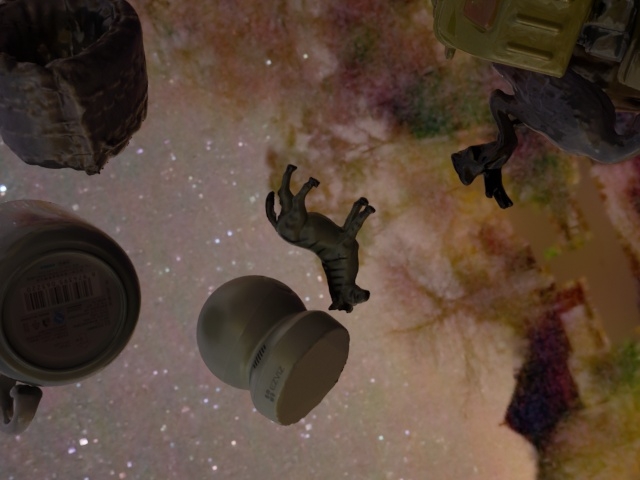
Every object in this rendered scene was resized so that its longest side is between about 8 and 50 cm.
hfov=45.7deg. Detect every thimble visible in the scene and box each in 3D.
[{"bbox_3d":[-0.326,-0.209,0.983,0.236,0.205,0.172,-108,13,-46],"label":"thimble"}]

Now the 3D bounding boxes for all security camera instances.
[{"bbox_3d":[-0.094,0.160,1.219,0.236,0.195,0.194,29,175,27],"label":"security camera"}]

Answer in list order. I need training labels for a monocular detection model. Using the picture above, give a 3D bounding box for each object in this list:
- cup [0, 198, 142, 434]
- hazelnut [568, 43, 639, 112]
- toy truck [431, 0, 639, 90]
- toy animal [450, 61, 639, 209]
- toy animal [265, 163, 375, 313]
[{"bbox_3d":[-0.433,0.125,1.156,0.259,0.274,0.357,15,-90,-32],"label":"cup"},{"bbox_3d":[0.393,-0.275,1.061,0.218,0.233,0.218,-164,90,-87],"label":"hazelnut"},{"bbox_3d":[0.297,-0.209,0.654,0.254,0.405,0.181,-67,-9,-58],"label":"toy truck"},{"bbox_3d":[0.316,-0.143,0.929,0.090,0.324,0.195,-16,-81,-50],"label":"toy animal"},{"bbox_3d":[0.002,0.000,1.180,0.216,0.176,0.073,29,-167,6],"label":"toy animal"}]
